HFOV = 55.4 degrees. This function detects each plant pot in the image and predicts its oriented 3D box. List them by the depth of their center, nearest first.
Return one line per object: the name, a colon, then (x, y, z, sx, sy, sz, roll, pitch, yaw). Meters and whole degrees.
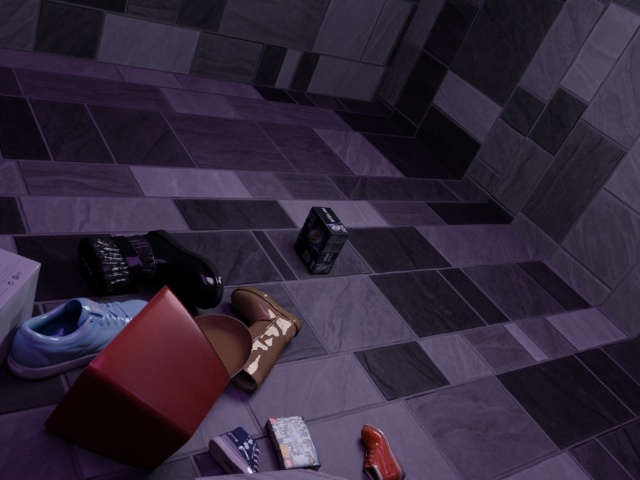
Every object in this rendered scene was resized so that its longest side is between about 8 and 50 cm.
plant pot: (-0.350, 0.304, 1.254, 0.236, 0.267, 0.267, 41, 37, -6)
plant pot: (-0.280, 0.275, 1.490, 0.237, 0.032, 0.236, -4, 39, 3)

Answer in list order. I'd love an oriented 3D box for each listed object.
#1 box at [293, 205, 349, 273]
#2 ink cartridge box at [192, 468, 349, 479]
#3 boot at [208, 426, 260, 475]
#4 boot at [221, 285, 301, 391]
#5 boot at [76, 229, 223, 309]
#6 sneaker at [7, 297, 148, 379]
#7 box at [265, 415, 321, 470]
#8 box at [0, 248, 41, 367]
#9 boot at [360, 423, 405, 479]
box: (0.000, 0.000, 2.043, 0.078, 0.180, 0.147, 2, 38, -36)
ink cartridge box: (-0.055, 0.503, 1.097, 0.226, 0.131, 0.306, -2, -15, 39)
boot: (-0.152, 0.479, 1.306, 0.086, 0.069, 0.190, -15, 47, -44)
boot: (-0.198, 0.248, 1.616, 0.236, 0.089, 0.269, 26, 34, 14)
boot: (-0.454, 0.091, 1.622, 0.348, 0.131, 0.260, 30, 22, 30)
sneaker: (-0.522, 0.193, 1.404, 0.135, 0.150, 0.366, 38, 33, 20)
box: (-0.065, 0.474, 1.418, 0.094, 0.027, 0.137, 4, 37, -29)
box: (-0.801, 0.109, 1.272, 0.346, 0.214, 0.168, 22, 30, -6)
boot: (0.130, 0.515, 1.469, 0.085, 0.059, 0.158, -6, 43, -34)
